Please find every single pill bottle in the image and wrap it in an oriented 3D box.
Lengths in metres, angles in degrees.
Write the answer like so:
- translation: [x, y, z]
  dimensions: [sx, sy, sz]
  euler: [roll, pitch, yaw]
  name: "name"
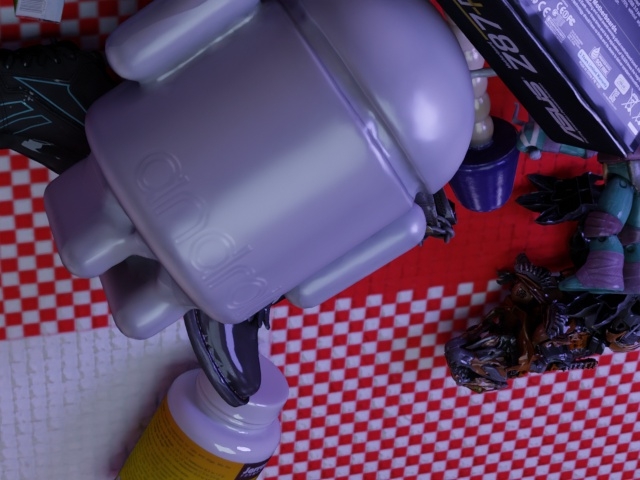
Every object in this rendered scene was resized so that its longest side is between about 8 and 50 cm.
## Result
- translation: [-0.115, 0.205, 1.507]
  dimensions: [0.117, 0.117, 0.215]
  euler: [16, 121, -28]
  name: "pill bottle"

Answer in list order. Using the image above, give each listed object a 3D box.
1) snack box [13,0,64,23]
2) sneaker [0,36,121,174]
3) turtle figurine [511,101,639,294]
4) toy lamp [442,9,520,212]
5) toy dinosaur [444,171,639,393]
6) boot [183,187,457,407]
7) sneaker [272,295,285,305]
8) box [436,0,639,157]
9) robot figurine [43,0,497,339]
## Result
- translation: [-0.195, -0.243, 1.132]
  dimensions: [0.037, 0.100, 0.141]
  euler: [6, 126, -20]
  name: "snack box"
- translation: [-0.235, -0.119, 1.239]
  dimensions: [0.267, 0.101, 0.106]
  euler: [19, 105, -36]
  name: "sneaker"
- translation: [0.248, -0.072, 1.337]
  dimensions: [0.175, 0.118, 0.234]
  euler: [5, 84, -39]
  name: "turtle figurine"
- translation: [0.125, -0.142, 1.338]
  dimensions: [0.080, 0.080, 0.275]
  euler: [-18, 128, -4]
  name: "toy lamp"
- translation: [0.269, 0.043, 1.520]
  dimensions: [0.322, 0.164, 0.218]
  euler: [-38, 147, -10]
  name: "toy dinosaur"
- translation: [0.000, 0.000, 1.306]
  dimensions: [0.229, 0.091, 0.263]
  euler: [-7, 92, 9]
  name: "boot"
- translation: [-0.005, -0.025, 1.405]
  dimensions: [0.234, 0.084, 0.097]
  euler: [-44, 163, 11]
  name: "sneaker"
- translation: [0.174, -0.302, 1.096]
  dimensions: [0.395, 0.097, 0.318]
  euler: [43, 77, -33]
  name: "box"
- translation: [-0.032, -0.075, 1.175]
  dimensions: [0.353, 0.200, 0.300]
  euler: [-35, 129, 3]
  name: "robot figurine"
